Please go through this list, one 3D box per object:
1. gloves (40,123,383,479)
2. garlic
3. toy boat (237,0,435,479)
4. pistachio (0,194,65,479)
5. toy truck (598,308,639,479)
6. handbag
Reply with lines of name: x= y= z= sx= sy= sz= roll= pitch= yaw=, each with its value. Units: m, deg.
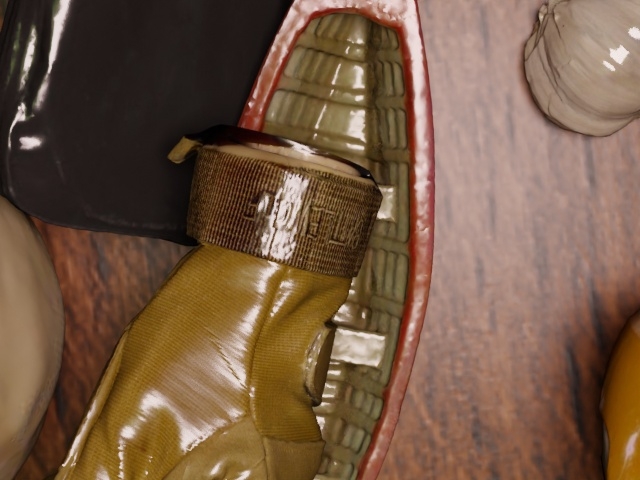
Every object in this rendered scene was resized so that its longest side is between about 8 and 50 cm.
gloves: x=-0.067 y=0.102 z=0.775 sx=0.141 sy=0.154 sz=0.331 roll=24 pitch=86 yaw=-13
garlic: x=0.173 y=-0.111 z=0.871 sx=0.094 sy=0.074 sz=0.113 roll=39 pitch=108 yaw=-11
toy boat: x=0.000 y=0.000 z=0.875 sx=0.136 sy=0.079 sz=0.392 roll=10 pitch=94 yaw=2
pistachio: x=-0.269 y=0.009 z=0.812 sx=0.207 sy=0.226 sz=0.332 roll=-32 pitch=91 yaw=-24
toy truck: x=0.265 y=0.160 z=0.810 sx=0.288 sy=0.204 sz=0.212 roll=37 pitch=102 yaw=12
handbag: x=-0.084 y=-0.167 z=0.828 sx=0.075 sy=0.191 sz=0.332 roll=14 pitch=93 yaw=41
